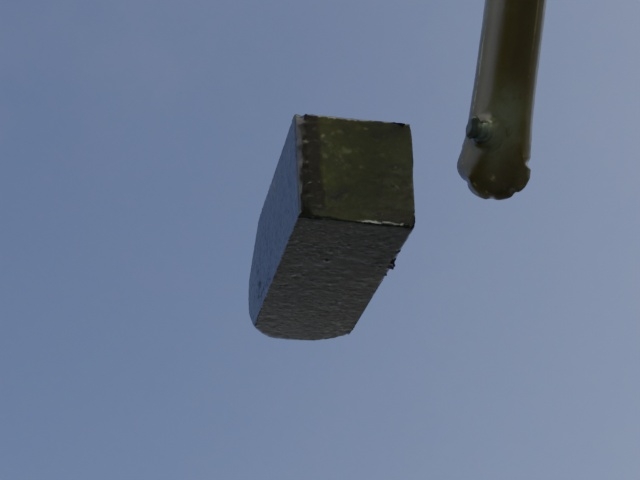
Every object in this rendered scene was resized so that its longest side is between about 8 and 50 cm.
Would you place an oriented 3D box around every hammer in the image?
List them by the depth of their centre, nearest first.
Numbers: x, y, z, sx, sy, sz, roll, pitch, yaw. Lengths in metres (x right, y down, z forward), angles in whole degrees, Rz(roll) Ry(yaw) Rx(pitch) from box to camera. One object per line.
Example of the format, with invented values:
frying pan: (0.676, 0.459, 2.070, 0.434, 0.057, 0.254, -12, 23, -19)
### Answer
hammer: (0.141, -0.181, 1.047, 0.113, 0.201, 0.306, 23, -103, -71)

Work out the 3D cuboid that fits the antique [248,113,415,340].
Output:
antique: (0.000, 0.000, 1.026, 0.081, 0.080, 0.221, 5, -26, -11)
